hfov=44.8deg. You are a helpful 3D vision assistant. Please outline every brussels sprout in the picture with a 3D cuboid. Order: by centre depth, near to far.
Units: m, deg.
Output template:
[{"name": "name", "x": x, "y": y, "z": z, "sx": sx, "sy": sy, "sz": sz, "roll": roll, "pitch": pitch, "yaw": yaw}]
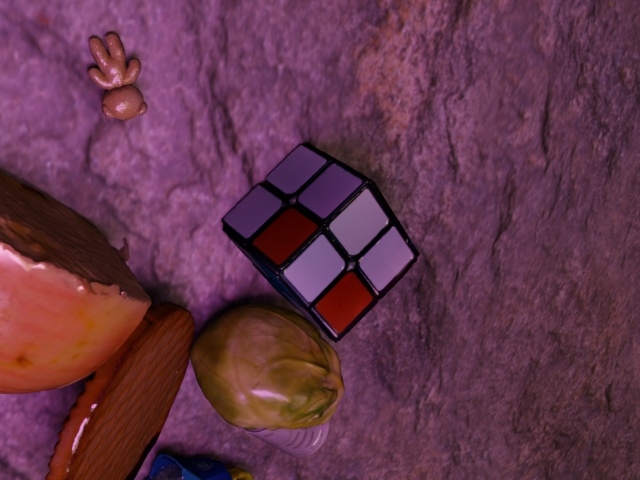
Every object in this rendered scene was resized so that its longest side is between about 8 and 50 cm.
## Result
[{"name": "brussels sprout", "x": -0.075, "y": 0.182, "z": 1.090, "sx": 0.223, "sy": 0.223, "sz": 0.161, "roll": 7, "pitch": 107, "yaw": -40}]

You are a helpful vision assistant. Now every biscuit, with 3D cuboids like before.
[{"name": "biscuit", "x": -0.251, "y": 0.224, "z": 0.987, "sx": 0.318, "sy": 0.040, "sz": 0.317, "roll": 23, "pitch": 90, "yaw": -82}]

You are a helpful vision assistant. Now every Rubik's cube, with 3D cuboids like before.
[{"name": "Rubik's cube", "x": 0.000, "y": 0.000, "z": 1.084, "sx": 0.180, "sy": 0.167, "sz": 0.183, "roll": -43, "pitch": 131, "yaw": -10}]

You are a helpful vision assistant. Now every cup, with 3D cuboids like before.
[{"name": "cup", "x": -0.044, "y": 0.276, "z": 1.232, "sx": 0.136, "sy": 0.099, "sz": 0.133, "roll": -18, "pitch": 140, "yaw": 27}]

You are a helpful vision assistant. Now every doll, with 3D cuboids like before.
[{"name": "doll", "x": -0.230, "y": -0.185, "z": 0.882, "sx": 0.062, "sy": 0.051, "sz": 0.093, "roll": -19, "pitch": 123, "yaw": -21}]

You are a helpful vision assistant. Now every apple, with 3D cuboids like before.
[{"name": "apple", "x": -0.369, "y": 0.019, "z": 0.806, "sx": 0.309, "sy": 0.314, "sz": 0.252, "roll": 32, "pitch": 51, "yaw": -47}]

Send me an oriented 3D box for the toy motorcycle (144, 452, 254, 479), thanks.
[{"name": "toy motorcycle", "x": -0.235, "y": 0.435, "z": 1.154, "sx": 0.326, "sy": 0.191, "sz": 0.199, "roll": -43, "pitch": 131, "yaw": -31}]
